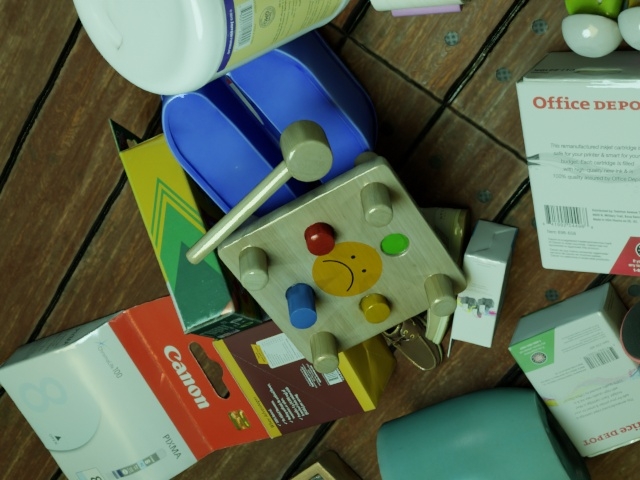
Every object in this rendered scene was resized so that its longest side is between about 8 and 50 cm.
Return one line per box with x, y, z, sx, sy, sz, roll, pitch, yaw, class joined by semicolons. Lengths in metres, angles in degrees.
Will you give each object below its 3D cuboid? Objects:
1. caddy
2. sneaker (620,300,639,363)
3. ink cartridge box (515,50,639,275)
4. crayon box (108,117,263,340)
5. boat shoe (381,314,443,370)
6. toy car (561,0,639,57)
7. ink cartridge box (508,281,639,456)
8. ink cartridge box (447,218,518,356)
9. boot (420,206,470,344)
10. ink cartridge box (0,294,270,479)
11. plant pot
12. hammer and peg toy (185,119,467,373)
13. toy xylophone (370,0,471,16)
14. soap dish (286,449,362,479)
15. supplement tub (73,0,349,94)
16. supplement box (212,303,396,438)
-0.069;-0.167;1.684;0.241;0.179;0.341;-32;118;18;caddy
0.562;0.088;1.660;0.314;0.116;0.136;-27;144;19;sneaker
0.376;-0.100;1.577;0.197;0.114;0.273;5;122;32;ink cartridge box
-0.187;-0.023;1.748;0.081;0.202;0.319;-23;80;5;crayon box
0.116;0.132;1.859;0.064;0.060;0.178;-30;105;31;boat shoe
0.385;-0.291;1.474;0.136;0.159;0.182;20;168;-41;toy car
0.394;0.188;1.769;0.154;0.093;0.212;-27;105;31;ink cartridge box
0.230;0.076;1.758;0.061;0.104;0.181;14;123;12;ink cartridge box
0.125;0.040;1.794;0.165;0.077;0.213;11;117;13;boot
-0.317;0.277;2.087;0.385;0.091;0.308;-19;111;29;ink cartridge box
0.258;0.351;1.808;0.235;0.293;0.293;-29;106;17;plant pot
0.000;0.000;1.611;0.266;0.127;0.361;-28;126;15;hammer and peg toy
0.134;-0.420;1.522;0.236;0.081;0.323;7;120;17;toy xylophone
-0.011;0.498;2.082;0.229;0.118;0.291;45;124;-8;soap dish
-0.102;-0.334;1.449;0.241;0.331;0.241;27;134;32;supplement tub
-0.022;0.172;1.892;0.194;0.129;0.191;-20;110;28;supplement box
